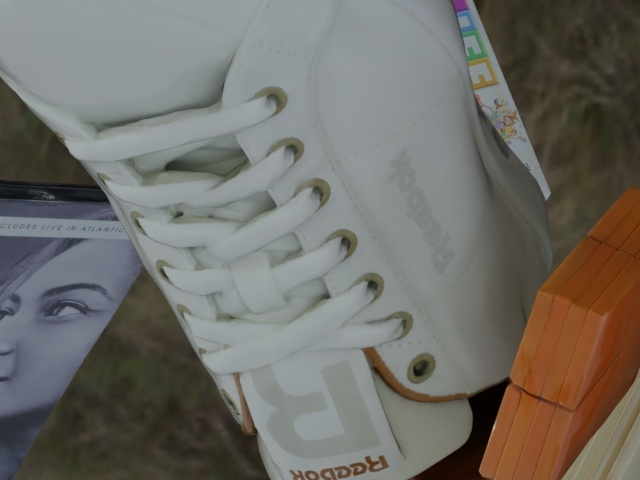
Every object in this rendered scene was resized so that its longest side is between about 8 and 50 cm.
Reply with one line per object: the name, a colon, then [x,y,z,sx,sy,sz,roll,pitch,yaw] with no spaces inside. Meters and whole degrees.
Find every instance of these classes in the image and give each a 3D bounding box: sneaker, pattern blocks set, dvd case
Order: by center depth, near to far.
sneaker: [0.000,0.000,0.533,0.106,0.123,0.290,-11,153,26]
pattern blocks set: [0.094,0.060,0.545,0.026,0.325,0.285,23,158,24]
dvd case: [-0.185,0.053,0.935,0.165,0.018,0.221,2,135,-37]

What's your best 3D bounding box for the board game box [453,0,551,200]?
board game box: [0.049,-0.065,0.849,0.026,0.154,0.103,-15,162,-15]
